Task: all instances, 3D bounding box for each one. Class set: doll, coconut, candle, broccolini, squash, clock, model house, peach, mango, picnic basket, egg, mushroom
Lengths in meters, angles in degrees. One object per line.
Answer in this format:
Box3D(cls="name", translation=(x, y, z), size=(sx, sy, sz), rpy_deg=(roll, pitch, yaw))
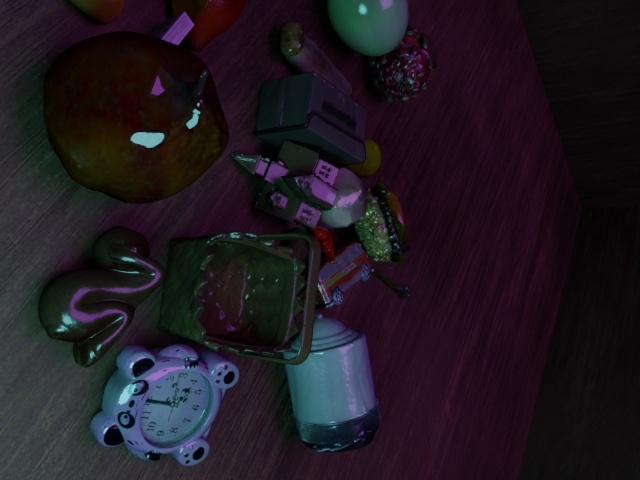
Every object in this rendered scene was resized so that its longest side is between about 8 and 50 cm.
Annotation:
Box3D(cls="doll", translation=(0.000, 0.000, 1.713), size=(0.057, 0.169, 0.109), rpy_deg=(-30, 99, -5))
Box3D(cls="coconut", translation=(0.047, -0.110, 1.755), size=(0.161, 0.162, 0.161), rpy_deg=(5, 84, -53))
Box3D(cls="candle", translation=(0.025, 0.331, 1.646), size=(0.221, 0.221, 0.343), rpy_deg=(-15, 99, -53))
Box3D(cls="broccolini", translation=(0.216, 0.135, 2.082), size=(0.218, 0.042, 0.044), rpy_deg=(28, 67, -43))
Box3D(cls="squash", translation=(-0.081, 0.064, 1.652), size=(0.066, 0.066, 0.229), rpy_deg=(49, 49, -40))
Box3D(cls="clock", translation=(-0.296, 0.308, 1.279), size=(0.247, 0.090, 0.228), rpy_deg=(22, 89, -43))
Box3D(cls="model house", translation=(-0.095, -0.149, 1.579), size=(0.248, 0.176, 0.181), rpy_deg=(23, 87, -23))
Box3D(cls="peach", translation=(-0.229, -0.541, 1.423), size=(0.158, 0.153, 0.268), rpy_deg=(-6, 92, -55))
Box3D(cls="mango", translation=(0.108, -0.239, 1.921), size=(0.163, 0.089, 0.117), rpy_deg=(-5, 99, -42))
Box3D(cls="picnic basket", translation=(-0.141, 0.111, 1.361), size=(0.291, 0.320, 0.254), rpy_deg=(18, 76, -49))
Box3D(cls="egg", translation=(0.134, -0.645, 1.867), size=(0.270, 0.220, 0.221), rpy_deg=(57, 45, -45))
Box3D(cls="mushroom", translation=(-0.014, -0.456, 1.774), size=(0.312, 0.081, 0.100), rpy_deg=(37, 62, -51))

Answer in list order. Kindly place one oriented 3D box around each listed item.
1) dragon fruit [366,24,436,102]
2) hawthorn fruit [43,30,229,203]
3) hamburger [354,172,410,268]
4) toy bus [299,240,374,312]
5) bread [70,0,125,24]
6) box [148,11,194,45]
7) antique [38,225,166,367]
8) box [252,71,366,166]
Box3D(cls="dragon fruit", translation=(0.249, -0.557, 2.051), size=(0.198, 0.218, 0.273), rpy_deg=(95, -9, -84))
Box3D(cls="hawthorn fruit", translation=(-0.309, -0.213, 1.165), size=(0.308, 0.324, 0.309), rpy_deg=(8, 90, -78))
Box3D(cls="hamburger", translation=(0.166, -0.043, 1.894), size=(0.262, 0.138, 0.243), rpy_deg=(73, 1, -51))
Box3D(cls="toy bus", translation=(0.033, 0.089, 1.766), size=(0.265, 0.121, 0.120), rpy_deg=(-34, 105, -49))
Box3D(cls="bread", translation=(-0.450, -0.486, 1.186), size=(0.239, 0.073, 0.093), rpy_deg=(33, 66, -47))
Box3D(cls="box", translation=(-0.324, -0.390, 1.339), size=(0.040, 0.083, 0.154), rpy_deg=(55, 46, -36))
Box3D(cls="antique", translation=(-0.390, 0.080, 1.193), size=(0.143, 0.121, 0.257), rpy_deg=(52, 55, -26))
Box3D(cls="box", translation=(-0.018, -0.296, 1.670), size=(0.252, 0.188, 0.153), rpy_deg=(20, 74, -49))
